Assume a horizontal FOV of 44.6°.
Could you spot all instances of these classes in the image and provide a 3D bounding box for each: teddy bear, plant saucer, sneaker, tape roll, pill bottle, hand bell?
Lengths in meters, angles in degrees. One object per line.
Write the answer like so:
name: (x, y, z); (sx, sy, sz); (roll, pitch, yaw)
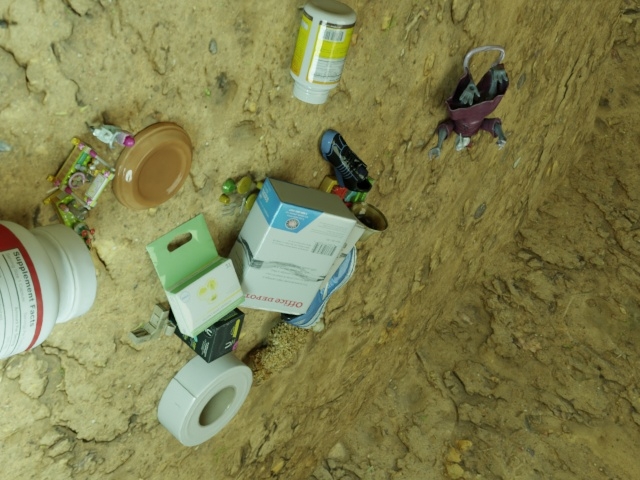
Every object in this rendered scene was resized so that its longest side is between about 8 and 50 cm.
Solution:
teddy bear: (-0.099, 0.322, 2.469); (0.338, 0.113, 0.245); (-42, 154, -24)
plant saucer: (-0.333, -0.144, 1.593); (0.200, 0.037, 0.200); (-40, 151, -27)
sneaker: (0.077, -0.212, 2.114); (0.081, 0.090, 0.232); (-60, 148, -19)
tape roll: (-0.328, 0.448, 2.242); (0.286, 0.100, 0.286); (-40, 151, -27)
sneaker: (-0.009, 0.113, 2.285); (0.330, 0.129, 0.147); (-62, 153, 8)
pill bottle: (-0.576, 0.094, 1.247); (0.407, 0.229, 0.229); (-19, 137, -51)
hand bell: (0.093, 0.011, 2.387); (0.126, 0.126, 0.242); (-20, 150, -50)
pill bottle: (0.000, -0.418, 1.737); (0.117, 0.117, 0.215); (-26, 143, -45)

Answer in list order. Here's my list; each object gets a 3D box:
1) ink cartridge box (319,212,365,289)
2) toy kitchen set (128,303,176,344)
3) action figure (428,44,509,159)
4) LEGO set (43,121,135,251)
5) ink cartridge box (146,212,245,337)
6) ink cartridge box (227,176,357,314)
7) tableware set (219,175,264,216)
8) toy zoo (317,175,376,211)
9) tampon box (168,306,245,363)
ink cartridge box: (0.000, 0.000, 2.143); (0.092, 0.158, 0.218); (22, 110, -45)
toy kitchen set: (-0.399, 0.209, 1.869); (0.075, 0.068, 0.083); (-12, 131, -55)
action figure: (0.472, -0.419, 2.542); (0.370, 0.248, 0.276); (88, 0, -69)
LEGO set: (-0.425, -0.072, 1.442); (0.132, 0.107, 0.287); (-13, 132, -54)
ink cartridge box: (-0.284, 0.080, 1.806); (0.171, 0.056, 0.235); (-35, 121, -35)
ink cartridge box: (-0.086, 0.020, 1.964); (0.223, 0.129, 0.307); (12, 119, -33)
tableware set: (-0.188, -0.115, 1.895); (0.154, 0.024, 0.104); (-18, 133, -50)
toy zoo: (0.041, -0.100, 2.288); (0.293, 0.030, 0.192); (-7, 127, -57)
tampon box: (-0.286, 0.200, 1.944); (0.101, 0.161, 0.120); (-25, 142, -46)
